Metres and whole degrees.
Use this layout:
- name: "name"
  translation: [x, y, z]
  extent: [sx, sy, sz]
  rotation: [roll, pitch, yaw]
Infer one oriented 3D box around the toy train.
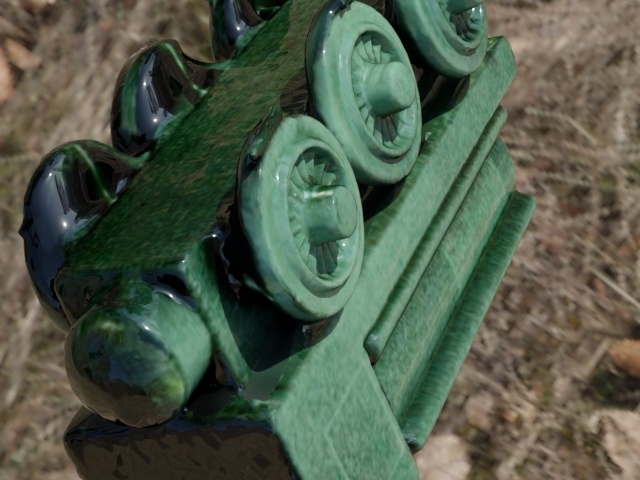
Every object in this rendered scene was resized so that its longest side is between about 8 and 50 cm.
- name: "toy train"
  translation: [0.000, 0.000, 0.383]
  extent: [0.071, 0.111, 0.170]
  rotation: [-7, 30, 28]
